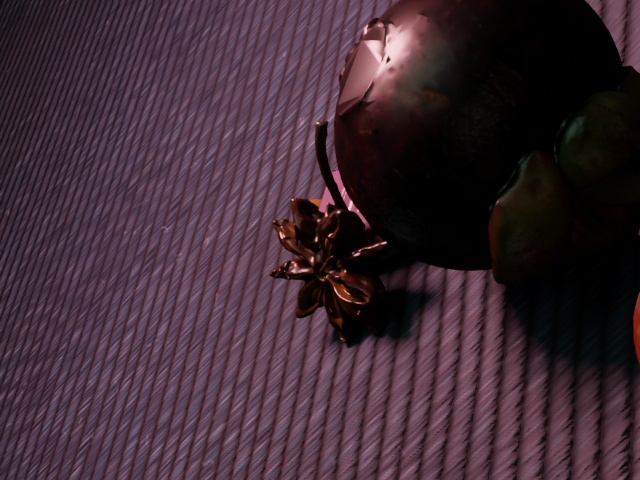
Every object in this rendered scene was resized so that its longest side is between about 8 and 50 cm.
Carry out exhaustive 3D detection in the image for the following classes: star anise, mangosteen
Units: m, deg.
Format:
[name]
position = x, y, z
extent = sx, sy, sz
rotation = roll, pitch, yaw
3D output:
[star anise]
position = 0.023, 0.006, 1.536
extent = 0.073, 0.177, 0.234
rotation = -31, -22, -35
[mangosteen]
position = 0.160, -0.107, 1.339
extent = 0.311, 0.311, 0.311
rotation = -38, 33, 30

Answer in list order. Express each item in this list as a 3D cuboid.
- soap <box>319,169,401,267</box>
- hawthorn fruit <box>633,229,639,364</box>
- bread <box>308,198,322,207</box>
[soap]
position = 0.084, -0.047, 1.598
extent = 0.203, 0.065, 0.122
rotation = -23, 42, 46
[hawthorn fruit]
position = 0.301, 0.054, 0.944
extent = 0.242, 0.272, 0.241
rotation = -38, 40, 41
[bread]
position = 0.000, 0.000, 1.688
extent = 0.103, 0.049, 0.062
rotation = -103, 25, -52
